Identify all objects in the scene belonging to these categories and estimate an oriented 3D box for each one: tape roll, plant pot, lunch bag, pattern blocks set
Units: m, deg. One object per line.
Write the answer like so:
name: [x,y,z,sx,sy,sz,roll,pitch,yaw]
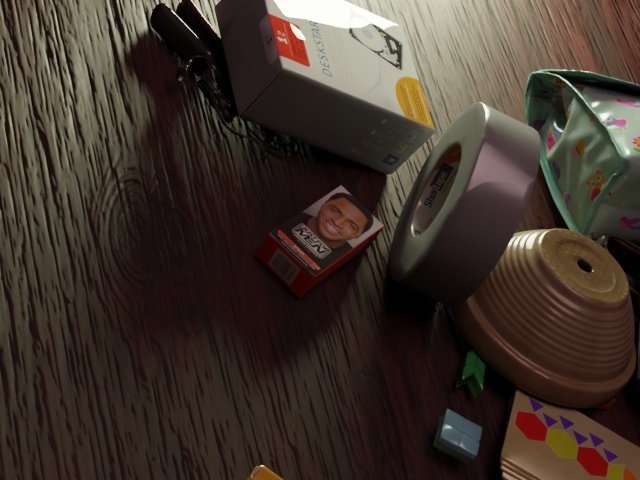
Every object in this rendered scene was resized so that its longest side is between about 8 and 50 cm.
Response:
tape roll: [0.157,-0.040,1.879,0.072,0.219,0.219,24,43,-12]
plant pot: [0.272,0.066,1.924,0.237,0.110,0.237,22,37,-17]
lunch bag: [0.394,-0.121,2.162,0.223,0.160,0.262,8,38,-24]
pattern blocks set: [0.275,0.242,1.839,0.325,0.026,0.285,35,37,1]

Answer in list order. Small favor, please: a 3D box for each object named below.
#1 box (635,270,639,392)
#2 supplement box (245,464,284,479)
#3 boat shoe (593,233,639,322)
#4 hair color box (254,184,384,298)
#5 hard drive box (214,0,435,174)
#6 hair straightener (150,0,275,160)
box: [0.516,0.122,1.984,0.270,0.143,0.165,20,63,-24]
supplement box: [0.007,0.313,1.566,0.233,0.080,0.078,37,41,-1]
boat shoe: [0.418,0.063,2.067,0.233,0.079,0.084,26,41,-14]
hair color box: [0.000,0.000,1.871,0.072,0.043,0.141,43,41,9]
hard drive box: [0.004,-0.199,1.989,0.232,0.089,0.181,18,43,-36]
hair straightener: [-0.131,-0.182,1.958,0.089,0.047,0.230,-18,69,-42]
